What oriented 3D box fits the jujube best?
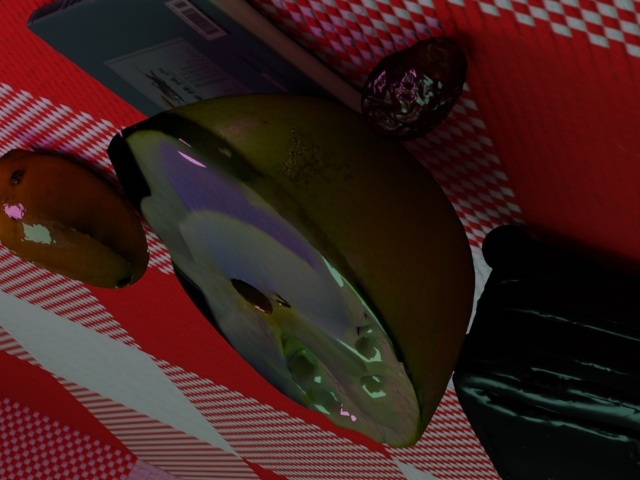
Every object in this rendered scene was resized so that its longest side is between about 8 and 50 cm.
[{"bbox_3d":[0.080,-0.128,1.513,0.077,0.077,0.129,32,158,-7],"label":"jujube"}]

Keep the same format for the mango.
[{"bbox_3d":[-0.318,-0.020,2.361,0.166,0.136,0.236,4,155,48],"label":"mango"}]

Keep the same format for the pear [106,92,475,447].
[{"bbox_3d":[0.005,0.000,1.677,0.399,0.165,0.399,39,159,18],"label":"pear"}]

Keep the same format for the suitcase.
[{"bbox_3d":[0.311,0.160,1.819,0.339,0.188,0.345,16,157,23],"label":"suitcase"}]

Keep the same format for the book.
[{"bbox_3d":[-0.121,-0.168,1.798,0.264,0.031,0.379,38,161,-23],"label":"book"}]
